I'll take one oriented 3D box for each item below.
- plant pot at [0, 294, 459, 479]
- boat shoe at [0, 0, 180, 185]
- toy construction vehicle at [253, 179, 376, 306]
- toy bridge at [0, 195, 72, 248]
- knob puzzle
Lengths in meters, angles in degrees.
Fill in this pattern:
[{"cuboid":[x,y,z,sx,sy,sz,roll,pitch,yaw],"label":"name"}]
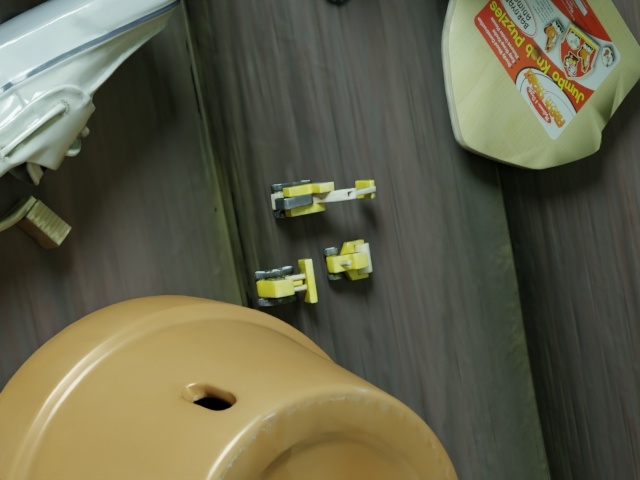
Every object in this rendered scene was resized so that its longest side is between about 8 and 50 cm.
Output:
[{"cuboid":[-0.047,0.182,0.909,0.291,0.203,0.290,0,90,-35],"label":"plant pot"},{"cuboid":[-0.184,-0.074,0.887,0.267,0.096,0.088,-38,114,-27],"label":"boat shoe"},{"cuboid":[0.000,0.000,1.044,0.098,0.035,0.085,-7,93,-34],"label":"toy construction vehicle"},{"cuboid":[-0.230,0.045,0.893,0.063,0.026,0.188,44,66,-23],"label":"toy bridge"},{"cuboid":[0.157,-0.140,1.156,0.213,0.030,0.213,0,89,-35],"label":"knob puzzle"}]
